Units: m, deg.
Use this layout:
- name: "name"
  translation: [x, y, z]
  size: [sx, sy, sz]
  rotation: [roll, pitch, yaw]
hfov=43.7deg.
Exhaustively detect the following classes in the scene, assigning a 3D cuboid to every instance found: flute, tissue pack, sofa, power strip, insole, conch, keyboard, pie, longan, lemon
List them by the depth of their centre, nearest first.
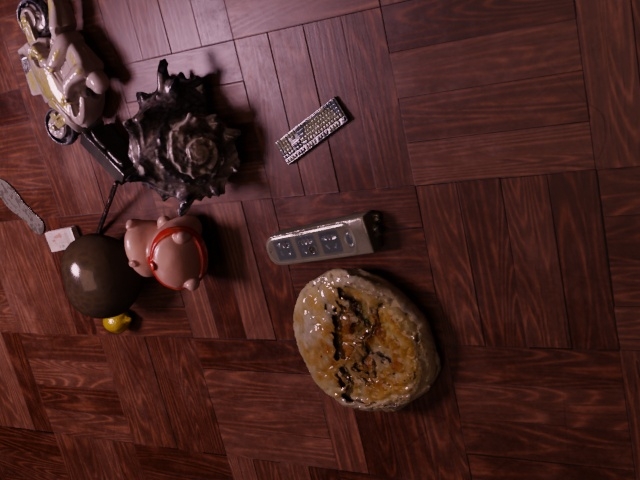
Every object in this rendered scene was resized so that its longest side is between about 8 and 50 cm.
- name: "keyboard"
  translation: [-0.018, -0.214, 1.576]
  size: [0.176, 0.014, 0.055]
  rotation: [-32, 88, 36]
- name: "power strip"
  translation: [0.001, -0.001, 1.634]
  size: [0.286, 0.048, 0.080]
  rotation: [-9, 104, 35]
- name: "conch"
  translation: [-0.283, -0.211, 1.648]
  size: [0.241, 0.186, 0.313]
  rotation: [-17, 82, 9]
- name: "pie"
  translation: [0.085, 0.210, 1.651]
  size: [0.339, 0.077, 0.339]
  rotation: [12, 115, 27]
- name: "sofa"
  translation: [-0.463, -0.207, 1.801]
  size: [0.147, 0.085, 0.060]
  rotation: [45, 144, 9]
- name: "flute"
  translation: [-0.507, -0.071, 1.885]
  size: [0.014, 0.014, 0.269]
  rotation: [49, 144, 5]
- name: "longan"
  translation: [-0.521, 0.083, 1.905]
  size: [0.198, 0.198, 0.212]
  rotation: [0, 106, 32]
- name: "lemon"
  translation: [-0.515, 0.203, 2.026]
  size: [0.092, 0.065, 0.065]
  rotation: [-7, 106, 33]
- name: "tissue pack"
  translation: [-0.660, -0.004, 2.050]
  size: [0.108, 0.023, 0.056]
  rotation: [-8, 106, 33]
- name: "insole"
  translation: [-0.795, -0.090, 2.108]
  size: [0.193, 0.006, 0.065]
  rotation: [43, 125, 8]

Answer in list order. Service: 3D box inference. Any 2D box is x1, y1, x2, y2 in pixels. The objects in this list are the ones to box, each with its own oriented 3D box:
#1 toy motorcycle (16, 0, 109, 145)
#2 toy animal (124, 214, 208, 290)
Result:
- name: "toy motorcycle"
  translation: [-0.570, -0.382, 1.785]
  size: [0.223, 0.108, 0.340]
  rotation: [0, 111, 32]
- name: "toy animal"
  translation: [-0.336, 0.024, 1.789]
  size: [0.198, 0.171, 0.171]
  rotation: [12, 116, 36]
